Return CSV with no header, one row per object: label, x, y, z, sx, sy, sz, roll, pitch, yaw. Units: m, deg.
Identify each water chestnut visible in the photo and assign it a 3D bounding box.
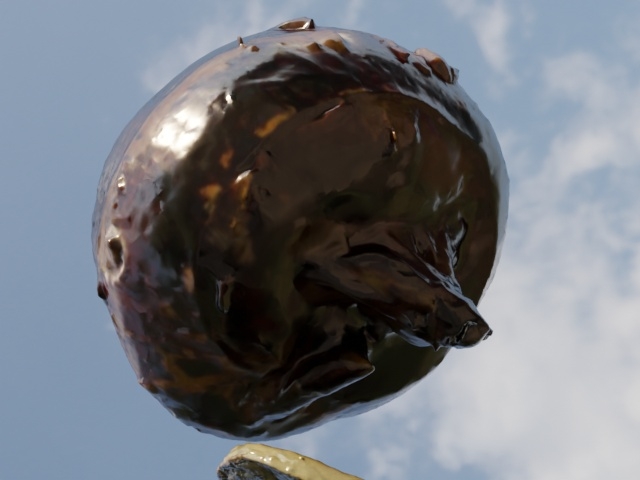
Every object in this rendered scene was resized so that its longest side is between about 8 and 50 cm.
water chestnut,0.000,0.000,0.866,0.300,0.300,0.300,8,-104,-33

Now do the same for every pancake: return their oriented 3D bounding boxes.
pancake,0.015,0.156,0.755,0.158,0.158,0.028,35,-117,-24
